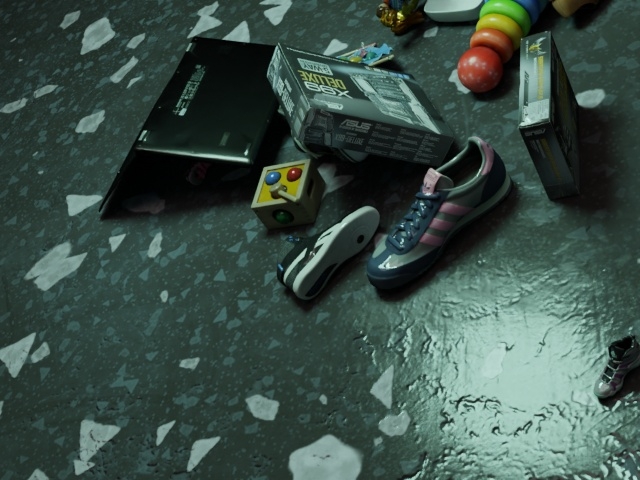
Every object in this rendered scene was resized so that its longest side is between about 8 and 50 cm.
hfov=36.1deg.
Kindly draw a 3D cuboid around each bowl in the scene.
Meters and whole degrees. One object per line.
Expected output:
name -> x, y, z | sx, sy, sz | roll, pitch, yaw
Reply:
bowl -> 0.311, -0.526, 2.132 | 0.142, 0.053, 0.142 | 5, 55, 37

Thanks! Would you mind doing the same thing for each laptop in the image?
laptop -> -0.278, -0.250, 2.226 | 0.408, 0.236, 0.382 | 8, 51, 13

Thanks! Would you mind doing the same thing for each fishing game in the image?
fishing game -> 0.060, -0.386, 2.093 | 0.189, 0.041, 0.264 | -20, 18, 5

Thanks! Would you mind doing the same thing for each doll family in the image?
doll family -> 0.178, -0.535, 2.134 | 0.118, 0.263, 0.163 | 28, 94, 12

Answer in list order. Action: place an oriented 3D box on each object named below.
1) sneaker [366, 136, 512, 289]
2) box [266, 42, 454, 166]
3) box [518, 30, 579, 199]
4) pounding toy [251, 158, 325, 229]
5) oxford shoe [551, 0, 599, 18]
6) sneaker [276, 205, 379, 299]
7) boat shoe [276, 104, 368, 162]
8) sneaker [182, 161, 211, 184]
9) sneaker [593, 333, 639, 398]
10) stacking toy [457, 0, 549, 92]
sneaker -> 0.187, -0.055, 1.709 | 0.319, 0.131, 0.112 | -43, 42, -9
box -> 0.071, -0.257, 1.870 | 0.076, 0.307, 0.242 | -66, 29, 31
box -> 0.395, -0.215, 1.686 | 0.056, 0.183, 0.231 | -11, 46, 26
pounding toy -> -0.064, -0.090, 1.929 | 0.130, 0.100, 0.141 | -8, 47, 28
oxford shoe -> 0.541, -0.506, 1.960 | 0.212, 0.076, 0.076 | -34, 5, -20
sneaker -> 0.000, 0.000, 1.818 | 0.217, 0.079, 0.121 | -46, 44, -10
boat shoe -> 0.001, -0.223, 2.021 | 0.119, 0.121, 0.335 | -45, 31, 7
sneaker -> -0.267, -0.176, 2.192 | 0.057, 0.047, 0.119 | 6, 53, 51
sneaker -> 0.415, 0.172, 1.392 | 0.098, 0.069, 0.038 | -47, 42, -14
stacking toy -> 0.369, -0.435, 1.960 | 0.141, 0.141, 0.330 | 9, 62, 39
